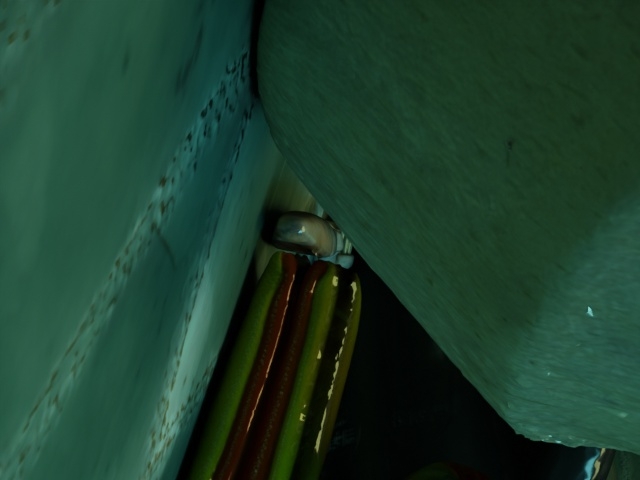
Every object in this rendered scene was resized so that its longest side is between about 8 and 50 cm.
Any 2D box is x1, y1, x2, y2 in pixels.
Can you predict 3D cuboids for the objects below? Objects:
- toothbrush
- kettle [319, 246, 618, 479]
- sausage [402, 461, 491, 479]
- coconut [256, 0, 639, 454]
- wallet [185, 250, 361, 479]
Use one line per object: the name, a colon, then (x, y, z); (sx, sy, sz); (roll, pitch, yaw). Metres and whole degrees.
toothbrush: (0.000, 0.000, 0.803); (0.375, 0.028, 0.037); (8, 94, -86)
kettle: (0.101, 0.087, 0.975); (0.321, 0.228, 0.324); (128, -34, -50)
sausage: (0.018, 0.176, 0.717); (0.371, 0.082, 0.082); (-48, -160, 60)
coconut: (0.103, -0.071, 0.485); (0.237, 0.266, 0.237); (-32, 153, -19)
wallet: (-0.033, 0.135, 0.671); (0.141, 0.067, 0.241); (97, 10, -75)
